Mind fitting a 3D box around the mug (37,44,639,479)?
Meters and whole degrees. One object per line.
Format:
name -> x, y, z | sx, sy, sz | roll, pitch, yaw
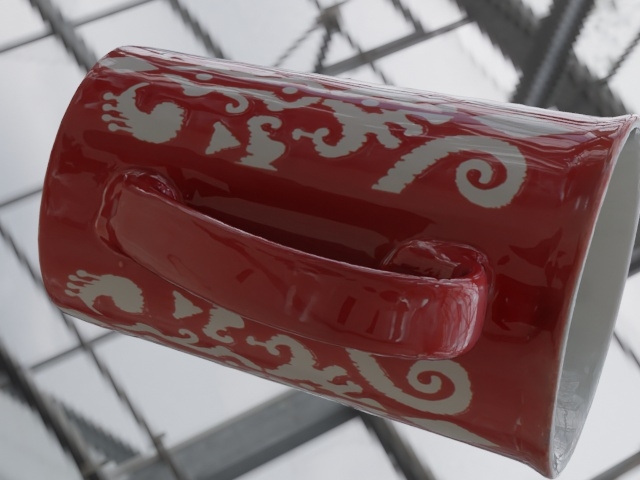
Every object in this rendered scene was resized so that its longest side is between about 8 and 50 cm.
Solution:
mug -> 0.003, -0.008, 0.591 | 0.169, 0.113, 0.150 | 14, -17, 16
